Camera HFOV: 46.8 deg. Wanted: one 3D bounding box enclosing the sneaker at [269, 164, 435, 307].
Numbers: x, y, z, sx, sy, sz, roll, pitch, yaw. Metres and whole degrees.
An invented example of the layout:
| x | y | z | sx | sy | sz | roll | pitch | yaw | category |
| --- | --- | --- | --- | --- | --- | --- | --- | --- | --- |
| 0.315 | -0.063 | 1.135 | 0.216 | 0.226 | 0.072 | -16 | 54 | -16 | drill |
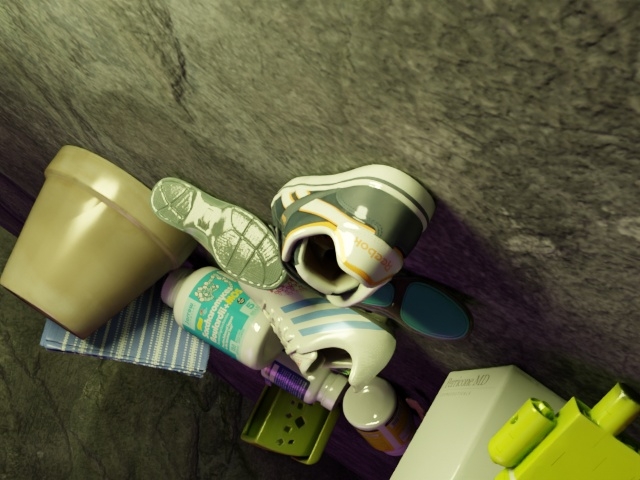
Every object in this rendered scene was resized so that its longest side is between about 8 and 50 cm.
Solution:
| x | y | z | sx | sy | sz | roll | pitch | yaw | category |
| --- | --- | --- | --- | --- | --- | --- | --- | --- | --- |
| 0.000 | 0.000 | 0.864 | 0.126 | 0.127 | 0.321 | 37 | 163 | -15 | sneaker |

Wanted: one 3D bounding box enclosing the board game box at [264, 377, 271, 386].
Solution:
| x | y | z | sx | sy | sz | roll | pitch | yaw | category |
| --- | --- | --- | --- | --- | --- | --- | --- | --- | --- |
| -0.115 | 0.333 | 1.936 | 0.020 | 0.090 | 0.090 | 29 | 161 | 9 | board game box |

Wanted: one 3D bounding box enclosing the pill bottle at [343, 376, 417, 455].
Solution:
| x | y | z | sx | sy | sz | roll | pitch | yaw | category |
| --- | --- | --- | --- | --- | --- | --- | --- | --- | --- |
| 0.138 | 0.391 | 1.620 | 0.119 | 0.119 | 0.208 | 20 | 157 | 35 | pill bottle |

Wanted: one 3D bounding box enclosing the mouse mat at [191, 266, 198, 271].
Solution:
| x | y | z | sx | sy | sz | roll | pitch | yaw | category |
| --- | --- | --- | --- | --- | --- | --- | --- | --- | --- |
| -0.222 | 0.130 | 1.741 | 0.153 | 0.007 | 0.189 | 27 | 160 | 18 | mouse mat |

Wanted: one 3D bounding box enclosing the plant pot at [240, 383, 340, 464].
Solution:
| x | y | z | sx | sy | sz | roll | pitch | yaw | category |
| --- | --- | --- | --- | --- | --- | --- | --- | --- | --- |
| -0.081 | 0.533 | 2.191 | 0.207 | 0.228 | 0.227 | 29 | 162 | -9 | plant pot |

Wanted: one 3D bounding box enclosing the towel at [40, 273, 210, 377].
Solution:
| x | y | z | sx | sy | sz | roll | pitch | yaw | category |
| --- | --- | --- | --- | --- | --- | --- | --- | --- | --- |
| -0.395 | 0.159 | 1.568 | 0.336 | 0.243 | 0.040 | 13 | 137 | -14 | towel |

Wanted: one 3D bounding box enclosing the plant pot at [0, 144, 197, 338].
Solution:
| x | y | z | sx | sy | sz | roll | pitch | yaw | category |
| --- | --- | --- | --- | --- | --- | --- | --- | --- | --- |
| -0.449 | 0.026 | 1.429 | 0.323 | 0.280 | 0.323 | 30 | 162 | 10 | plant pot |

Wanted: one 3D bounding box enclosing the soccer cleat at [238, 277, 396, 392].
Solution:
| x | y | z | sx | sy | sz | roll | pitch | yaw | category |
| --- | --- | --- | --- | --- | --- | --- | --- | --- | --- |
| -0.035 | 0.137 | 1.230 | 0.331 | 0.143 | 0.116 | 22 | 158 | 31 | soccer cleat |

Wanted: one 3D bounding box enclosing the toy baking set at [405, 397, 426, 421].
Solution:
| x | y | z | sx | sy | sz | roll | pitch | yaw | category |
| --- | --- | --- | --- | --- | --- | --- | --- | --- | --- |
| 0.287 | 0.388 | 1.515 | 0.256 | 0.030 | 0.196 | 27 | 157 | 10 | toy baking set |

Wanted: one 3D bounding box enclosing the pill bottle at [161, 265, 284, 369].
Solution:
| x | y | z | sx | sy | sz | roll | pitch | yaw | category |
| --- | --- | --- | --- | --- | --- | --- | --- | --- | --- |
| -0.198 | 0.147 | 1.520 | 0.264 | 0.146 | 0.146 | 25 | 160 | 22 | pill bottle |

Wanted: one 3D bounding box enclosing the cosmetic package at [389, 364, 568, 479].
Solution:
| x | y | z | sx | sy | sz | roll | pitch | yaw | category |
| --- | --- | --- | --- | --- | --- | --- | --- | --- | --- |
| 0.187 | 0.416 | 1.070 | 0.162 | 0.453 | 0.230 | 35 | 161 | -4 | cosmetic package |

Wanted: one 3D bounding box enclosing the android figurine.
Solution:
| x | y | z | sx | sy | sz | roll | pitch | yaw | category |
| --- | --- | --- | --- | --- | --- | --- | --- | --- | --- |
| 0.324 | 0.304 | 0.913 | 0.248 | 0.272 | 0.056 | 33 | -159 | -3 | android figurine |

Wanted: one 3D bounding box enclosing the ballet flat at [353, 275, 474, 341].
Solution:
| x | y | z | sx | sy | sz | roll | pitch | yaw | category |
| --- | --- | --- | --- | --- | --- | --- | --- | --- | --- |
| 0.112 | 0.078 | 0.978 | 0.203 | 0.074 | 0.074 | 18 | 157 | 24 | ballet flat |

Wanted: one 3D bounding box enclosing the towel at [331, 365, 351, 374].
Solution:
| x | y | z | sx | sy | sz | roll | pitch | yaw | category |
| --- | --- | --- | --- | --- | --- | --- | --- | --- | --- |
| 0.037 | 0.186 | 1.308 | 0.152 | 0.113 | 0.023 | 8 | 122 | 50 | towel |

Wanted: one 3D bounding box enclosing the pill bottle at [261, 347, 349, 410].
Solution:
| x | y | z | sx | sy | sz | roll | pitch | yaw | category |
| --- | --- | --- | --- | --- | --- | --- | --- | --- | --- |
| -0.032 | 0.311 | 1.712 | 0.187 | 0.112 | 0.112 | 29 | 161 | 14 | pill bottle |

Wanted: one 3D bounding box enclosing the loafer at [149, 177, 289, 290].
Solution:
| x | y | z | sx | sy | sz | roll | pitch | yaw | category |
| --- | --- | --- | --- | --- | --- | --- | --- | --- | --- |
| -0.145 | -0.013 | 1.156 | 0.268 | 0.096 | 0.084 | 35 | -177 | 18 | loafer |
